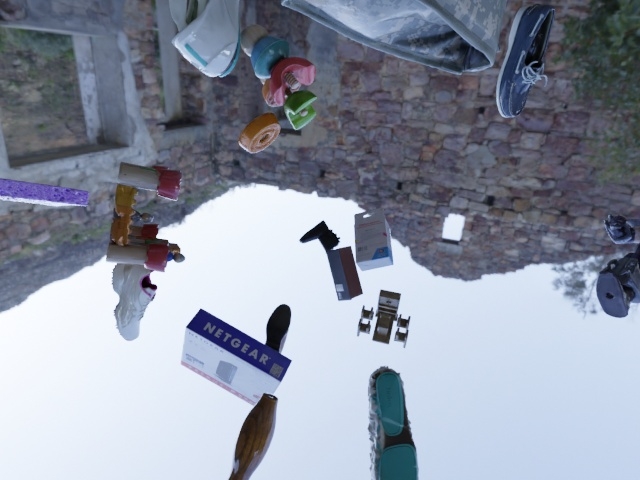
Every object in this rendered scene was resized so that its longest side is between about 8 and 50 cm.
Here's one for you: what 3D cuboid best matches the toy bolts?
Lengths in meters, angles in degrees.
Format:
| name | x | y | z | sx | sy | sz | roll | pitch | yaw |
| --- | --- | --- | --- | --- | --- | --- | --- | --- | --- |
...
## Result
| name | x | y | z | sx | sy | sz | roll | pitch | yaw |
| --- | --- | --- | --- | --- | --- | --- | --- | --- | --- |
| toy bolts | -0.121 | -0.326 | 0.875 | 0.218 | 0.158 | 0.228 | -38 | 172 | -13 |

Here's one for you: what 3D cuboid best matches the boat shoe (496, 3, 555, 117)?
| name | x | y | z | sx | sy | sz | roll | pitch | yaw |
| --- | --- | --- | --- | --- | --- | --- | --- | --- | --- |
| boat shoe | 0.494 | -0.419 | 0.994 | 0.095 | 0.254 | 0.079 | -12 | -149 | -29 |

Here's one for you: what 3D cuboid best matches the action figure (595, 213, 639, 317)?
| name | x | y | z | sx | sy | sz | roll | pitch | yaw |
| --- | --- | --- | --- | --- | --- | --- | --- | --- | --- |
| action figure | 0.524 | 0.008 | 0.624 | 0.285 | 0.099 | 0.185 | -30 | -166 | -34 |

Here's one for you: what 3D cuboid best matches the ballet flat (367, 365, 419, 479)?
| name | x | y | z | sx | sy | sz | roll | pitch | yaw |
| --- | --- | --- | --- | --- | --- | --- | --- | --- | --- |
| ballet flat | 0.204 | 0.585 | 1.235 | 0.147 | 0.408 | 0.147 | 0 | 162 | 0 |

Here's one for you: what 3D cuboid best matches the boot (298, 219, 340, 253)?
| name | x | y | z | sx | sy | sz | roll | pitch | yaw |
| --- | --- | --- | --- | --- | --- | --- | --- | --- | --- |
| boot | 0.000 | 0.000 | 1.400 | 0.121 | 0.099 | 0.045 | -38 | 172 | 5 |

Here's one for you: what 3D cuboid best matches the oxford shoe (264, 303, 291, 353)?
| name | x | y | z | sx | sy | sz | roll | pitch | yaw |
| --- | --- | --- | --- | --- | --- | --- | --- | --- | --- |
| oxford shoe | -0.139 | 0.299 | 1.393 | 0.076 | 0.212 | 0.076 | 21 | -163 | 12 |

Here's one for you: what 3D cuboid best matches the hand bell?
| name | x | y | z | sx | sy | sz | roll | pitch | yaw |
| --- | --- | --- | --- | --- | --- | --- | --- | --- | --- |
| hand bell | -0.101 | 0.289 | 0.469 | 0.126 | 0.242 | 0.126 | 22 | 176 | 2 |

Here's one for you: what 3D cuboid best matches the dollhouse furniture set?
| name | x | y | z | sx | sy | sz | roll | pitch | yaw |
| --- | --- | --- | --- | --- | --- | --- | --- | --- | --- |
| dollhouse furniture set | 0.287 | 0.367 | 1.857 | 0.212 | 0.161 | 0.242 | 11 | -136 | 12 |

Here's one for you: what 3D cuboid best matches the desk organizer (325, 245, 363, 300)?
| name | x | y | z | sx | sy | sz | roll | pitch | yaw |
| --- | --- | --- | --- | --- | --- | --- | --- | --- | --- |
| desk organizer | 0.061 | 0.081 | 1.043 | 0.050 | 0.130 | 0.047 | -14 | 180 | -44 |

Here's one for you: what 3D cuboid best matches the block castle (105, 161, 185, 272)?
| name | x | y | z | sx | sy | sz | roll | pitch | yaw |
| --- | --- | --- | --- | --- | --- | --- | --- | --- | --- |
| block castle | -0.536 | -0.087 | 1.311 | 0.213 | 0.303 | 0.453 | 9 | -173 | -27 |

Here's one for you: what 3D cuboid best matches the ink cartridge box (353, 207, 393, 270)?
| name | x | y | z | sx | sy | sz | roll | pitch | yaw |
| --- | --- | --- | --- | --- | --- | --- | --- | --- | --- |
| ink cartridge box | 0.163 | -0.005 | 1.293 | 0.104 | 0.061 | 0.181 | -13 | -124 | 20 |

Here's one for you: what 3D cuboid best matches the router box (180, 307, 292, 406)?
| name | x | y | z | sx | sy | sz | roll | pitch | yaw |
| --- | --- | --- | --- | --- | --- | --- | --- | --- | --- |
| router box | -0.289 | 0.400 | 1.367 | 0.335 | 0.301 | 0.082 | 29 | -132 | 2 |

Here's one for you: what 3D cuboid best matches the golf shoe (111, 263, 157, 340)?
| name | x | y | z | sx | sy | sz | roll | pitch | yaw |
| --- | --- | --- | --- | --- | --- | --- | --- | --- | --- |
| golf shoe | -0.651 | 0.219 | 1.473 | 0.140 | 0.306 | 0.115 | 2 | -163 | -3 |

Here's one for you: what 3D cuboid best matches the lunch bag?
| name | x | y | z | sx | sy | sz | roll | pitch | yaw |
| --- | --- | --- | --- | --- | --- | --- | --- | --- | --- |
| lunch bag | 0.126 | -0.361 | 0.505 | 0.287 | 0.235 | 0.169 | 10 | -175 | -30 |

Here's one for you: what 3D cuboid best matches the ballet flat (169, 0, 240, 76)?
| name | x | y | z | sx | sy | sz | roll | pitch | yaw |
| --- | --- | --- | --- | --- | --- | --- | --- | --- | --- |
| ballet flat | -0.225 | -0.511 | 0.819 | 0.139 | 0.400 | 0.139 | -3 | 159 | -1 |

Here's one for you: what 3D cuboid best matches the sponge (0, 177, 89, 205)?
| name | x | y | z | sx | sy | sz | roll | pitch | yaw |
| --- | --- | --- | --- | --- | --- | --- | --- | --- | --- |
| sponge | -0.502 | -0.080 | 0.662 | 0.117 | 0.031 | 0.210 | 4 | 179 | 33 |
